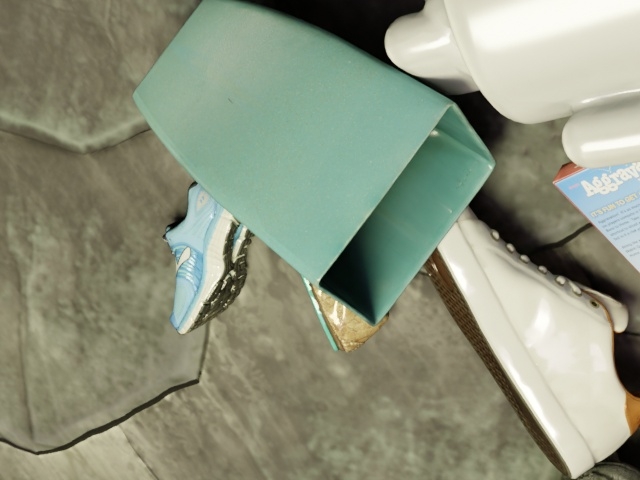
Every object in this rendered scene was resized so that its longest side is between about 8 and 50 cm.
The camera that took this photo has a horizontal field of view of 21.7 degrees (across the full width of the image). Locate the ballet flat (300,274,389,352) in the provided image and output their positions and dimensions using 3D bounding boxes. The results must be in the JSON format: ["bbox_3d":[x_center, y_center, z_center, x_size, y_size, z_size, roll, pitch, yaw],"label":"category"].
[{"bbox_3d":[0.000,0.000,1.446,0.067,0.073,0.206,-27,113,1],"label":"ballet flat"}]

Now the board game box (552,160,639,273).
[{"bbox_3d":[0.321,-0.048,1.255,0.145,0.027,0.281,44,142,-16],"label":"board game box"}]

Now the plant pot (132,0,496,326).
[{"bbox_3d":[-0.016,-0.078,1.306,0.234,0.166,0.165,37,89,23],"label":"plant pot"}]

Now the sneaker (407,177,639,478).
[{"bbox_3d":[0.178,0.049,1.409,0.123,0.106,0.290,-34,98,-6],"label":"sneaker"}]

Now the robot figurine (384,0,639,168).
[{"bbox_3d":[0.217,-0.200,1.165,0.353,0.200,0.300,-11,79,26],"label":"robot figurine"}]

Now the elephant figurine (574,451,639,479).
[{"bbox_3d":[0.252,0.250,1.447,0.186,0.169,0.239,-11,119,13],"label":"elephant figurine"}]

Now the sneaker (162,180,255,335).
[{"bbox_3d":[-0.106,0.012,1.491,0.073,0.063,0.162,35,125,21],"label":"sneaker"}]
